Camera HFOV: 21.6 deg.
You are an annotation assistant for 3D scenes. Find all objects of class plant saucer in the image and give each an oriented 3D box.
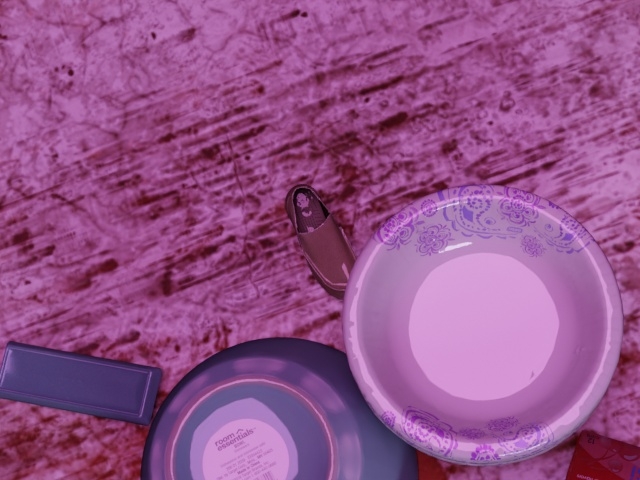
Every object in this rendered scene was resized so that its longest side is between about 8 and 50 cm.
[{"bbox_3d":[-0.276,0.159,1.890,0.192,0.018,0.067,9,78,15],"label":"plant saucer"}]

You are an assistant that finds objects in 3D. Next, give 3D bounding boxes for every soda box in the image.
[{"bbox_3d":[0.378,0.285,1.717,0.263,0.092,0.083,15,52,12],"label":"soda box"}]

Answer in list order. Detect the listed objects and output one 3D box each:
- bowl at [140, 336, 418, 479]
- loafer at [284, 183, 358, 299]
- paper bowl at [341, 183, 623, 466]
[{"bbox_3d":[-0.057,0.242,1.771,0.312,0.163,0.311,-2,76,7],"label":"bowl"},{"bbox_3d":[0.000,0.000,1.876,0.056,0.050,0.148,-32,74,0],"label":"loafer"},{"bbox_3d":[0.168,0.094,1.748,0.284,0.148,0.284,-1,76,5],"label":"paper bowl"}]
